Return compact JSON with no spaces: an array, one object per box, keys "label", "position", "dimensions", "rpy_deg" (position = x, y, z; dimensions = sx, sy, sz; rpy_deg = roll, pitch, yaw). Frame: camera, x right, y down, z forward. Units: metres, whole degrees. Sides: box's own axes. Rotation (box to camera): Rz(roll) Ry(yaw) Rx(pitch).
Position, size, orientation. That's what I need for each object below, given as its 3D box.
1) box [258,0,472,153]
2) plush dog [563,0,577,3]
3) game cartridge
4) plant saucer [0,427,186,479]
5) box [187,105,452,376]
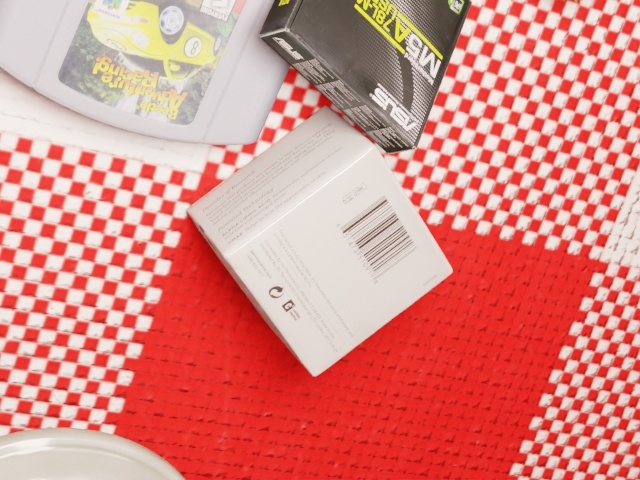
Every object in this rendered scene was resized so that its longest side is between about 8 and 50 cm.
[{"label":"box","position":[0.047,-0.208,1.453],"dimensions":[0.191,0.045,0.184],"rpy_deg":[41,57,-33]},{"label":"plush dog","position":[0.270,-0.341,1.478],"dimensions":[0.262,0.210,0.225],"rpy_deg":[-48,150,5]},{"label":"game cartridge","position":[-0.156,-0.197,1.414],"dimensions":[0.294,0.060,0.196],"rpy_deg":[16,110,-30]},{"label":"plant saucer","position":[-0.286,0.388,1.600],"dimensions":[0.400,0.100,0.400],"rpy_deg":[-10,118,-21]},{"label":"box","position":[0.000,0.000,1.536],"dimensions":[0.182,0.119,0.181],"rpy_deg":[-37,123,-4]}]
